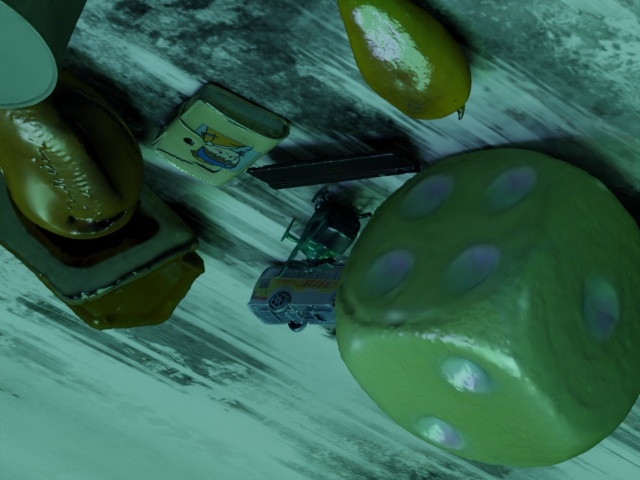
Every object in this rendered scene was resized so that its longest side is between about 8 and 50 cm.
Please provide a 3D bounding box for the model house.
[{"bbox_3d":[-0.274,0.000,2.044,0.268,0.173,0.239,43,174,18],"label":"model house"}]

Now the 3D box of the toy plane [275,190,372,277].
[{"bbox_3d":[0.000,0.000,1.916,0.060,0.096,0.235,26,171,-11],"label":"toy plane"}]

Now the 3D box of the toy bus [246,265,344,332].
[{"bbox_3d":[0.005,0.069,2.062,0.191,0.075,0.064,0,150,30],"label":"toy bus"}]

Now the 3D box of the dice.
[{"bbox_3d":[0.188,0.074,1.716,0.250,0.252,0.254,-3,136,46],"label":"dice"}]

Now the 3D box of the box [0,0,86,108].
[{"bbox_3d":[-0.331,-0.249,1.564,0.226,0.149,0.226,14,154,7],"label":"box"}]

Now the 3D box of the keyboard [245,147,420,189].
[{"bbox_3d":[0.013,-0.080,1.809,0.196,0.018,0.060,-6,162,32],"label":"keyboard"}]

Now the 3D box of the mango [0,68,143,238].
[{"bbox_3d":[-0.296,-0.103,1.836,0.151,0.156,0.248,44,177,45],"label":"mango"}]

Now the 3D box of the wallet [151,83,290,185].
[{"bbox_3d":[-0.115,-0.112,1.823,0.110,0.039,0.155,25,152,-18],"label":"wallet"}]

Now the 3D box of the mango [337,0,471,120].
[{"bbox_3d":[0.079,-0.176,1.558,0.101,0.066,0.187,-7,136,40],"label":"mango"}]
